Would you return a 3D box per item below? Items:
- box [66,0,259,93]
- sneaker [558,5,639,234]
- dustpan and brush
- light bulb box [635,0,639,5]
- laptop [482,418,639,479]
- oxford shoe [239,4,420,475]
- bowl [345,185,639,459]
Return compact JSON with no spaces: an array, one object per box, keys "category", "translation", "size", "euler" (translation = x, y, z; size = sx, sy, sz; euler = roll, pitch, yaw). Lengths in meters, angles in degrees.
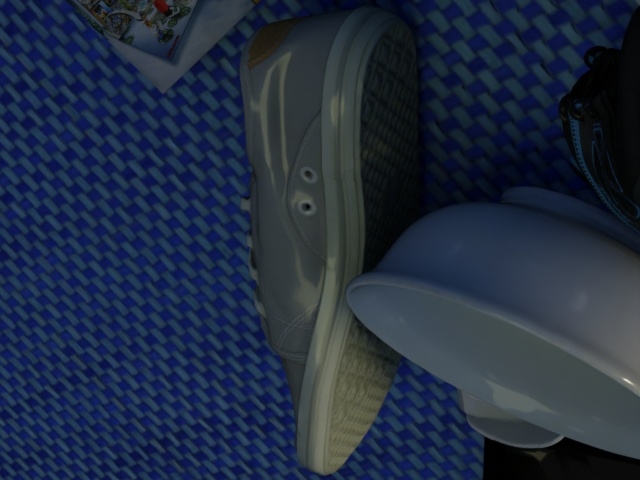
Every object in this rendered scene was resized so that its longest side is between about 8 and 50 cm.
[{"category":"box","translation":[-0.120,-0.235,1.552],"size":[0.159,0.044,0.233],"euler":[45,140,-8]},{"category":"sneaker","translation":[0.218,-0.081,1.314],"size":[0.140,0.125,0.341],"euler":[35,168,20]},{"category":"dustpan and brush","translation":[0.194,0.134,1.655],"size":[0.211,0.060,0.147],"euler":[10,131,28]},{"category":"light bulb box","translation":[0.298,-0.301,1.039],"size":[0.358,0.225,0.361],"euler":[45,141,-8]},{"category":"laptop","translation":[0.363,0.367,1.787],"size":[0.382,0.236,0.408],"euler":[8,103,30]},{"category":"oxford shoe","translation":[0.000,0.000,1.597],"size":[0.130,0.169,0.449],"euler":[15,128,21]},{"category":"bowl","translation":[0.179,0.049,1.492],"size":[0.298,0.134,0.298],"euler":[26,167,6]}]
